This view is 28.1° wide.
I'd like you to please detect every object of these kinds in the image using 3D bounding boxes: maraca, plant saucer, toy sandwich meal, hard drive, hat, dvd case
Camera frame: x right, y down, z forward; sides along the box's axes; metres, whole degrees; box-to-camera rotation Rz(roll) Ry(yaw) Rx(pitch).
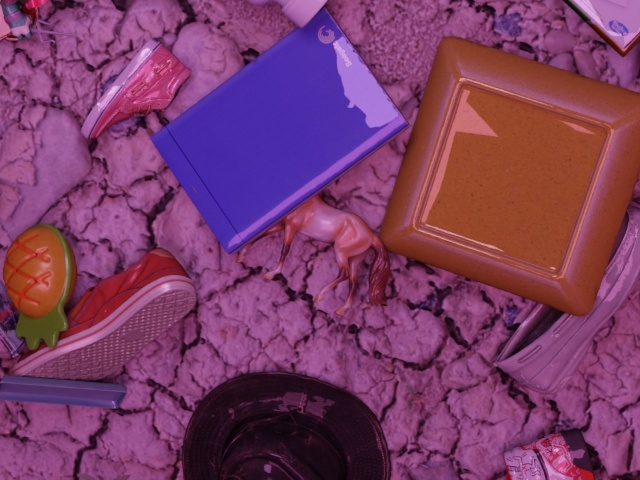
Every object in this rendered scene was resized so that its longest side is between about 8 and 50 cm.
[{"bbox_3d":[-0.412,0.067,1.884,0.127,0.099,0.186,-10,79,37],"label":"maraca"},{"bbox_3d":[0.273,-0.089,1.822,0.332,0.081,0.333,19,101,12],"label":"plant saucer"},{"bbox_3d":[-0.447,-0.323,1.837,0.085,0.029,0.086,0,104,0],"label":"toy sandwich meal"},{"bbox_3d":[-0.060,-0.156,1.845,0.318,0.040,0.210,-36,81,8],"label":"hard drive"},{"bbox_3d":[-0.054,0.360,1.955,0.331,0.134,0.331,0,103,0],"label":"hat"},{"bbox_3d":[-0.475,0.108,1.912,0.013,0.087,0.119,-28,102,15],"label":"dvd case"},{"bbox_3d":[-0.393,0.228,1.936,0.192,0.018,0.067,7,148,-21],"label":"plant saucer"}]

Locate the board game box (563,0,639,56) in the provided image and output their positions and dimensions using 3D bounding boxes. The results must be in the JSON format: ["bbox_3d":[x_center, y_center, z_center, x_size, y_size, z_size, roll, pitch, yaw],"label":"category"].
[{"bbox_3d":[0.445,-0.449,1.757,0.316,0.064,0.242,-45,80,9],"label":"board game box"}]

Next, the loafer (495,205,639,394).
[{"bbox_3d":[0.376,0.082,1.901,0.111,0.112,0.319,26,103,-15],"label":"loafer"}]

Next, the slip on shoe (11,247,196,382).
[{"bbox_3d":[-0.328,0.125,1.918,0.331,0.101,0.123,-35,144,18],"label":"slip on shoe"}]

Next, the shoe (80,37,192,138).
[{"bbox_3d":[-0.265,-0.201,1.851,0.081,0.063,0.178,39,96,-4],"label":"shoe"}]

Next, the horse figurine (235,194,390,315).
[{"bbox_3d":[0.000,0.000,1.894,0.263,0.066,0.174,28,87,2],"label":"horse figurine"}]

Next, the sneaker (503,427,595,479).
[{"bbox_3d":[0.370,0.434,1.999,0.145,0.090,0.270,-16,100,4],"label":"sneaker"}]

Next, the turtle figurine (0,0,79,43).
[{"bbox_3d":[-0.417,-0.384,1.772,0.234,0.118,0.175,24,77,9],"label":"turtle figurine"}]

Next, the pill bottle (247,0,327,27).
[{"bbox_3d":[-0.094,-0.420,1.755,0.272,0.152,0.152,40,100,-10],"label":"pill bottle"}]
